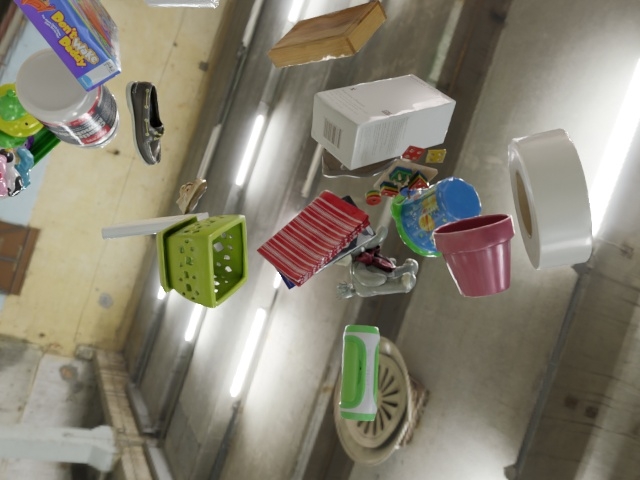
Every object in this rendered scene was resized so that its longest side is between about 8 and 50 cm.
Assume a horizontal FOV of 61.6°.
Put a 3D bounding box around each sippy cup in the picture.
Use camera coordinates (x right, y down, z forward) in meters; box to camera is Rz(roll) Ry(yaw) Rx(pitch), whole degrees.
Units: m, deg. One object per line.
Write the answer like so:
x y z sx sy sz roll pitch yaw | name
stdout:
0.403 -0.091 1.787 0.224 0.305 0.240 -46 -118 58 | sippy cup

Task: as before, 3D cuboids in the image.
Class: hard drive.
-0.625 -0.058 2.067 0.233 0.352 0.047 -107 -169 -81 | hard drive

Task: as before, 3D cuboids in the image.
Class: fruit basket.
-1.027 -0.421 1.864 0.391 0.283 0.392 -20 -138 19 | fruit basket

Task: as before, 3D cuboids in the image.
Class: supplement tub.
-0.644 -0.359 1.403 0.272 0.190 0.191 124 -20 -81 | supplement tub

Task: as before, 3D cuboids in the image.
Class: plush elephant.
0.176 0.059 1.951 0.329 0.272 0.256 -15 -83 22 | plush elephant

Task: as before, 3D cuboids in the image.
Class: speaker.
0.130 0.434 1.771 0.131 0.131 0.297 -16 -114 55 | speaker

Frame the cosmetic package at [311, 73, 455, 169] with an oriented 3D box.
0.189 -0.367 1.623 0.217 0.384 0.156 45 -37 34 | cosmetic package

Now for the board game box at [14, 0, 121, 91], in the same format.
-0.508 -0.470 1.078 0.078 0.233 0.347 -30 -140 1 | board game box

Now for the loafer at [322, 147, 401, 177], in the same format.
0.127 -0.308 1.961 0.365 0.133 0.130 2 -61 44 | loafer

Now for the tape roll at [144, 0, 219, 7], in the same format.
-0.337 -0.687 1.277 0.246 0.168 0.247 179 -90 -86 | tape roll

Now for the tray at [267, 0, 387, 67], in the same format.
0.011 -0.703 1.843 0.410 0.076 0.203 13 -122 47 | tray

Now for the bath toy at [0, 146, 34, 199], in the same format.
-0.887 -0.183 1.461 0.129 0.152 0.348 -33 -161 -1 | bath toy

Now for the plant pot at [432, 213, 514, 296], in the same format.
0.408 0.041 1.388 0.201 0.201 0.181 -2 -75 58 | plant pot

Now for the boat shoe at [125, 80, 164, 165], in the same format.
-0.453 -0.304 1.421 0.081 0.068 0.228 -67 157 -57 | boat shoe

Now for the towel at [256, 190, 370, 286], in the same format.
-0.020 -0.016 1.467 0.275 0.031 0.198 -42 -131 -15 | towel

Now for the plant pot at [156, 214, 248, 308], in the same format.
-0.360 0.046 1.614 0.227 0.206 0.229 -43 138 -63 | plant pot

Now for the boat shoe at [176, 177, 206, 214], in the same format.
-0.385 -0.137 1.572 0.063 0.059 0.170 -41 178 -42 | boat shoe

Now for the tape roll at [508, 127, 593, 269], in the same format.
0.474 -0.086 1.125 0.100 0.286 0.287 -11 -123 14 | tape roll

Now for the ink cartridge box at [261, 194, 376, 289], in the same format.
0.000 0.000 1.649 0.165 0.332 0.065 55 -26 7 | ink cartridge box

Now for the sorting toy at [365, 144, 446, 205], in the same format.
0.240 -0.160 1.482 0.274 0.132 0.047 131 -36 -52 | sorting toy
